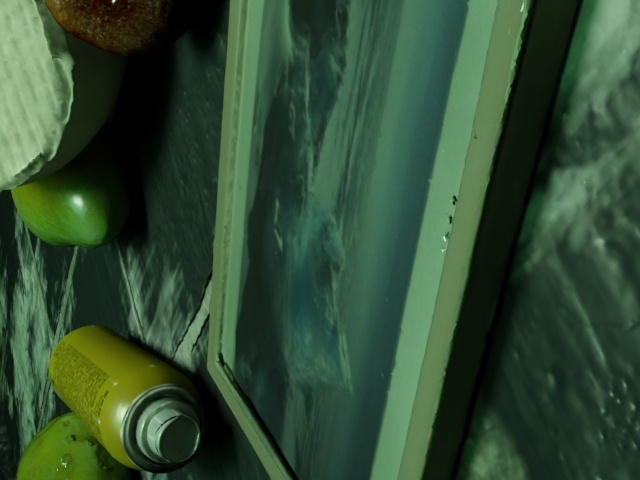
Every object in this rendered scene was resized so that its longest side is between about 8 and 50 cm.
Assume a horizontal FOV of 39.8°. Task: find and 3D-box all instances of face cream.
[{"bbox_3d":[-0.205,0.167,0.939,0.349,0.105,0.104,8,104,63],"label":"face cream"}]

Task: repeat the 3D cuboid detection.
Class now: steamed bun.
[{"bbox_3d":[-0.362,-0.238,0.885,0.241,0.375,0.374,-72,-2,-52],"label":"steamed bun"}]

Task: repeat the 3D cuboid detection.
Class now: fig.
[{"bbox_3d":[-0.162,-0.255,0.750,0.146,0.134,0.201,-41,35,27],"label":"fig"}]

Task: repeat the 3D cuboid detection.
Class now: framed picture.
[{"bbox_3d":[0.000,0.000,0.577,0.326,0.028,0.446,46,136,50],"label":"framed picture"}]

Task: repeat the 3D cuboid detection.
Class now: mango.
[{"bbox_3d":[-0.298,-0.065,1.047,0.251,0.114,0.156,20,103,61],"label":"mango"}]

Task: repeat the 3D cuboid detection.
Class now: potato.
[{"bbox_3d":[-0.323,0.335,1.170,0.253,0.149,0.186,38,132,53],"label":"potato"}]
